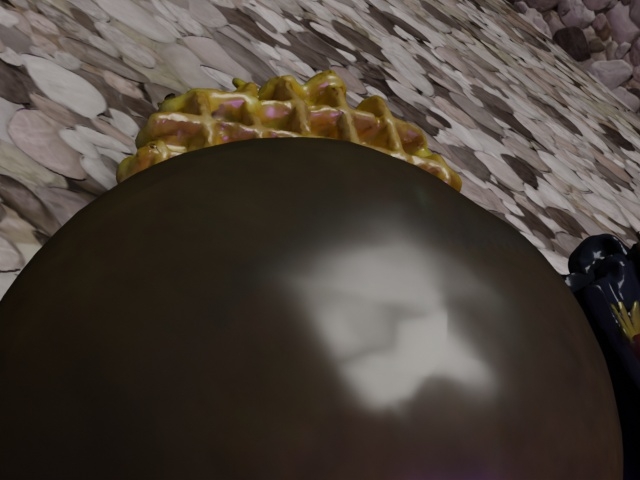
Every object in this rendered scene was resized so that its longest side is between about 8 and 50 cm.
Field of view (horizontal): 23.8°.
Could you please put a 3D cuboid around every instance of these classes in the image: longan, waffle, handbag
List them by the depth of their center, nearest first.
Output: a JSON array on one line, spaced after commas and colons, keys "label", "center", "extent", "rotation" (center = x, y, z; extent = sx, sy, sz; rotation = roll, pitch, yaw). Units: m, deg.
[{"label": "longan", "center": [-0.011, 0.100, 0.703], "extent": [0.319, 0.319, 0.319], "rotation": [32, 19, -13]}, {"label": "handbag", "center": [0.282, 0.145, 1.164], "extent": [0.329, 0.122, 0.303], "rotation": [65, 23, 3]}, {"label": "waffle", "center": [-0.001, -0.032, 1.201], "extent": [0.329, 0.062, 0.329], "rotation": [17, 42, -16]}]
